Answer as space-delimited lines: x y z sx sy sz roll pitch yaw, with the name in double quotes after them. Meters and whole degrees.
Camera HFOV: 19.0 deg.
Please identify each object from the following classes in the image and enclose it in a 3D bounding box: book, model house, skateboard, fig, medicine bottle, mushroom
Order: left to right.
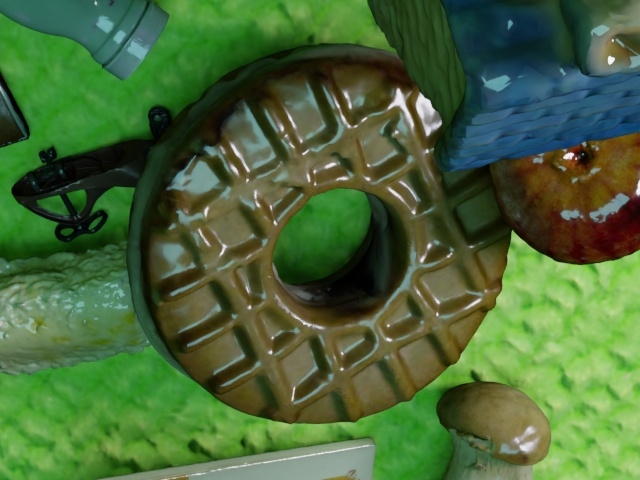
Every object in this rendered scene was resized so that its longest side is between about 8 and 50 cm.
-0.225 -0.214 1.504 0.216 0.090 0.090 35 110 -16 "medicine bottle"
-0.183 -0.049 1.607 0.151 0.067 0.080 -15 125 12 "skateboard"
-0.093 0.289 1.722 0.295 0.020 0.208 -6 116 -23 "book"
0.130 0.291 1.734 0.128 0.128 0.350 8 112 -5 "mushroom"
0.224 -0.050 1.522 0.202 0.149 0.148 23 112 -42 "fig"
0.226 -0.281 1.209 0.395 0.400 0.445 -9 120 -4 "model house"

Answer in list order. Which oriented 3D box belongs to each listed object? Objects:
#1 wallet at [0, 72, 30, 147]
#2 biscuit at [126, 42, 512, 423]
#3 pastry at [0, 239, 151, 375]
-0.382 -0.100 1.589 0.255 0.031 0.137 -20 114 8 "wallet"
0.000 0.000 1.567 0.332 0.103 0.332 -7 114 -15 "biscuit"
-0.238 0.061 1.635 0.258 0.089 0.121 -5 144 6 "pastry"
